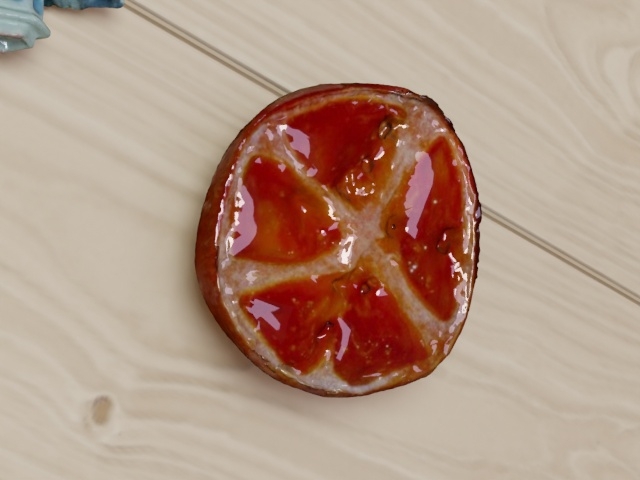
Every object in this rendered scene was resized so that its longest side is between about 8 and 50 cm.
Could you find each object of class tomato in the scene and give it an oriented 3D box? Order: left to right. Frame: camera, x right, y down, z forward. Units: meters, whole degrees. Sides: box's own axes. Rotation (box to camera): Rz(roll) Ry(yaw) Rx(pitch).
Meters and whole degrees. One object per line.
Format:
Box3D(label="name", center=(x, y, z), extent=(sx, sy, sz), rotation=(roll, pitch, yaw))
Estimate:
Box3D(label="tomato", center=(0.000, 0.000, 0.745), extent=(0.155, 0.069, 0.155), rotation=(0, 90, -32))

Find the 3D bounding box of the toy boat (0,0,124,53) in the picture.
Box3D(label="toy boat", center=(-0.150, -0.118, 0.669), extent=(0.140, 0.059, 0.066), rotation=(7, 74, -30))
